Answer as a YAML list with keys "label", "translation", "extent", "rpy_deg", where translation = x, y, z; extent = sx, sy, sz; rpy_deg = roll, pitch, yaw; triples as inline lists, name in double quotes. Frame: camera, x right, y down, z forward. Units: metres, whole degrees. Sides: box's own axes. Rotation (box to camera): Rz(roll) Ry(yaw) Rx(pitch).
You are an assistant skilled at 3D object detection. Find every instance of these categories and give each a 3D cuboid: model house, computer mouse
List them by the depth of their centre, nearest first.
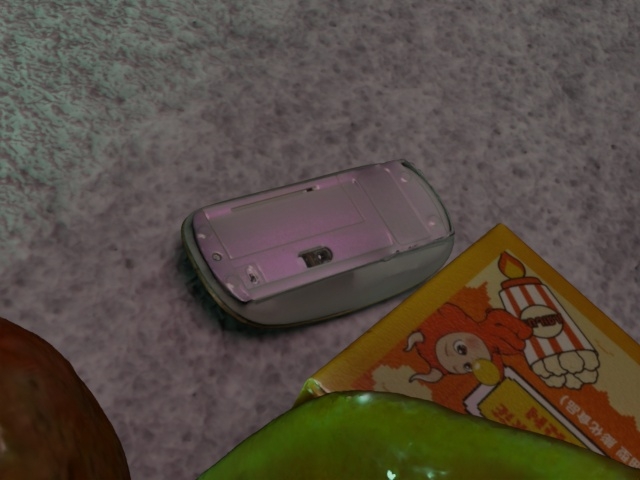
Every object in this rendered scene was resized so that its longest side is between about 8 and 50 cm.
- label: "model house"
  translation: [-0.001, 0.194, 0.532]
  extent: [0.173, 0.268, 0.239]
  rpy_deg: [45, 43, -3]
- label: "computer mouse"
  translation: [0.000, 0.000, 1.016]
  extent: [0.245, 0.056, 0.126]
  rpy_deg: [-17, 62, -33]

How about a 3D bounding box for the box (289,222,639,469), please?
- label: "box"
  translation: [0.108, 0.198, 0.767]
  extent: [0.283, 0.259, 0.214]
  rpy_deg: [42, 51, 13]

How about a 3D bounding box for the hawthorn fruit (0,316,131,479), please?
- label: "hawthorn fruit"
  translation: [-0.229, 0.148, 0.639]
  extent: [0.276, 0.298, 0.277]
  rpy_deg: [3, 49, -4]
